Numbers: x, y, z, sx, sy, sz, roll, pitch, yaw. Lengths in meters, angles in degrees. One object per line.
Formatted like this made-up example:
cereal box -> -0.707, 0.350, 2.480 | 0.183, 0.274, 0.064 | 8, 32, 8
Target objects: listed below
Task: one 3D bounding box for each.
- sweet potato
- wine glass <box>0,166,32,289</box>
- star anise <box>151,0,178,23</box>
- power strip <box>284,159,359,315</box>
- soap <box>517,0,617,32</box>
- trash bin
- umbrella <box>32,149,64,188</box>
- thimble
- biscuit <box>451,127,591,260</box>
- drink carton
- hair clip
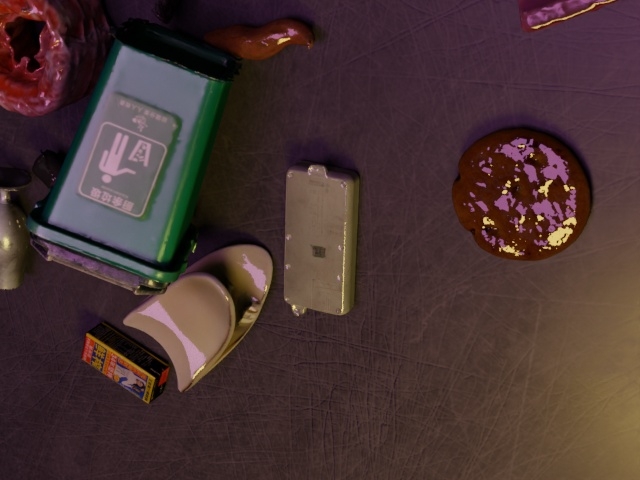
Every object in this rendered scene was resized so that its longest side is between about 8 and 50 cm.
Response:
sweet potato -> -0.095, -0.312, 1.970 | 0.202, 0.055, 0.058 | 0, 144, 28
wine glass -> -0.588, -0.021, 2.343 | 0.103, 0.103, 0.222 | 19, 117, 23
star anise -> -0.258, -0.462, 1.965 | 0.198, 0.110, 0.257 | 28, 134, 6
power strip -> 0.000, 0.000, 2.041 | 0.118, 0.046, 0.270 | 12, 113, 24
soap -> 0.425, -0.377, 1.529 | 0.360, 0.233, 0.128 | -17, 99, 34
trash bin -> -0.277, -0.138, 2.011 | 0.259, 0.295, 0.381 | 23, 109, -4
umbrella -> -0.389, -0.040, 2.227 | 0.326, 0.094, 0.090 | 42, 110, 9
thimble -> -0.474, -0.331, 2.115 | 0.239, 0.162, 0.239 | 12, 115, 27
biscuit -> 0.292, -0.064, 1.850 | 0.212, 0.036, 0.212 | 11, 115, 25
drink carton -> -0.361, 0.225, 2.338 | 0.166, 0.056, 0.071 | 31, 130, 17
hair clip -> -0.195, 0.112, 2.172 | 0.172, 0.113, 0.282 | 49, 130, 5
